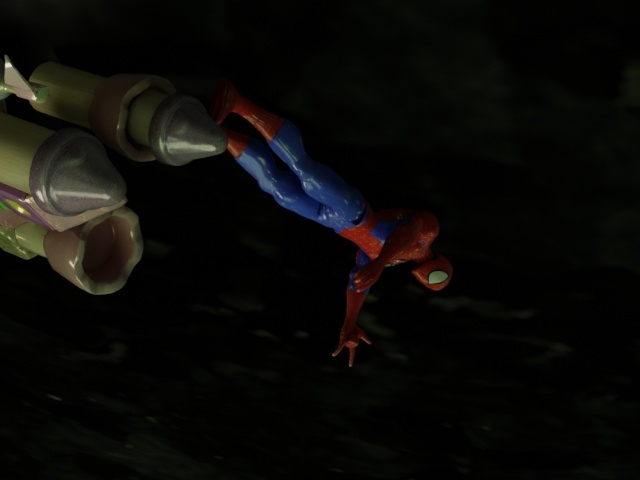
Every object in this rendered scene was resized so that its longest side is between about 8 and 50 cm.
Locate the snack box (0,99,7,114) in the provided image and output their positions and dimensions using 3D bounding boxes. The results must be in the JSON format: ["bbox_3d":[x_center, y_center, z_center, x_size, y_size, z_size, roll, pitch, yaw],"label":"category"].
[{"bbox_3d":[-0.285,-0.094,1.030,0.022,0.064,0.178,16,153,0],"label":"snack box"}]

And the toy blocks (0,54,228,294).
[{"bbox_3d":[-0.214,-0.040,0.782,0.260,0.309,0.288,20,160,33],"label":"toy blocks"}]

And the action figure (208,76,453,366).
[{"bbox_3d":[0.000,0.000,0.993,0.280,0.139,0.091,28,151,-30],"label":"action figure"}]
